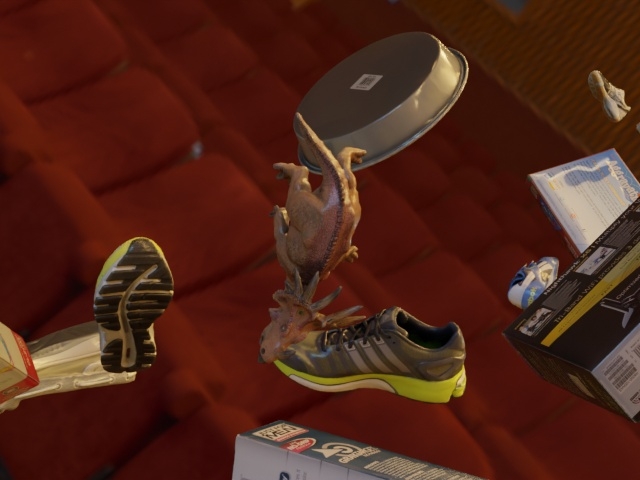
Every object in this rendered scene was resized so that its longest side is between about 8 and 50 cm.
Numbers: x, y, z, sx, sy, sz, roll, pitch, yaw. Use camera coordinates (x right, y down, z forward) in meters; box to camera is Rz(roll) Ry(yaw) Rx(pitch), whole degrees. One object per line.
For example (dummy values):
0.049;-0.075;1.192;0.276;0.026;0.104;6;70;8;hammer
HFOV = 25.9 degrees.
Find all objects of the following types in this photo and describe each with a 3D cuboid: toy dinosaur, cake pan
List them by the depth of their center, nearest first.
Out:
0.000;0.000;1.712;0.200;0.127;0.295;-93;-170;-57;toy dinosaur
0.080;-0.214;2.082;0.054;0.293;0.293;55;-4;-28;cake pan

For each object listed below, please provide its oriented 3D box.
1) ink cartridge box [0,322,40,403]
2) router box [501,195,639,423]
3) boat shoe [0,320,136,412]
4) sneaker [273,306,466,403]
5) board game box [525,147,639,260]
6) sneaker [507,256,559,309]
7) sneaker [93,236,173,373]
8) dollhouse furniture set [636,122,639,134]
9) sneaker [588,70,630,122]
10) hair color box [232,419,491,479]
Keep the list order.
-0.424;0.143;1.618;0.175;0.127;0.072;62;3;-66;ink cartridge box
0.367;0.040;1.499;0.081;0.309;0.243;48;-6;-13;router box
-0.424;0.206;2.047;0.118;0.320;0.103;10;-65;58;boat shoe
0.071;0.149;2.020;0.111;0.300;0.121;-91;-173;-57;sneaker
0.415;-0.005;1.941;0.027;0.145;0.281;91;-23;-52;board game box
0.280;0.054;1.830;0.059;0.053;0.144;10;18;10;sneaker
-0.211;0.054;1.503;0.208;0.081;0.094;112;-27;-49;sneaker
0.501;-0.129;1.189;0.362;0.394;0.256;57;13;24;dollhouse furniture set
0.411;-0.210;1.977;0.083;0.037;0.032;58;-13;-20;sneaker
0.065;0.332;1.574;0.347;0.173;0.105;12;10;28;hair color box
